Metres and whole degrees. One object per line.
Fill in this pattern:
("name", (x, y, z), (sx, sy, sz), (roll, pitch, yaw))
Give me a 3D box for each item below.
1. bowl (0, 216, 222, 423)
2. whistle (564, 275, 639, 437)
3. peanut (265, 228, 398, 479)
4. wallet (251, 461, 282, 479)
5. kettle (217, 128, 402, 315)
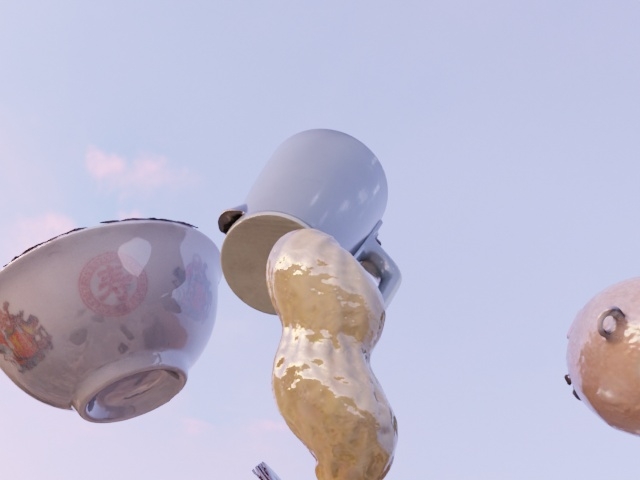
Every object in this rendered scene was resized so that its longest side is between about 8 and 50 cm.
("bowl", (-0.266, 0.137, 0.979), (0.346, 0.157, 0.345), (-21, -28, -12))
("whistle", (0.414, 0.158, 0.854), (0.189, 0.189, 0.348), (-24, -43, 37))
("peanut", (0.006, 0.077, 0.508), (0.082, 0.187, 0.082), (-4, -26, -2))
("wallet", (-0.022, 0.366, 0.979), (0.176, 0.026, 0.095), (52, -7, -17))
("kettle", (0.000, 0.000, 0.842), (0.211, 0.243, 0.160), (42, -64, -7))
